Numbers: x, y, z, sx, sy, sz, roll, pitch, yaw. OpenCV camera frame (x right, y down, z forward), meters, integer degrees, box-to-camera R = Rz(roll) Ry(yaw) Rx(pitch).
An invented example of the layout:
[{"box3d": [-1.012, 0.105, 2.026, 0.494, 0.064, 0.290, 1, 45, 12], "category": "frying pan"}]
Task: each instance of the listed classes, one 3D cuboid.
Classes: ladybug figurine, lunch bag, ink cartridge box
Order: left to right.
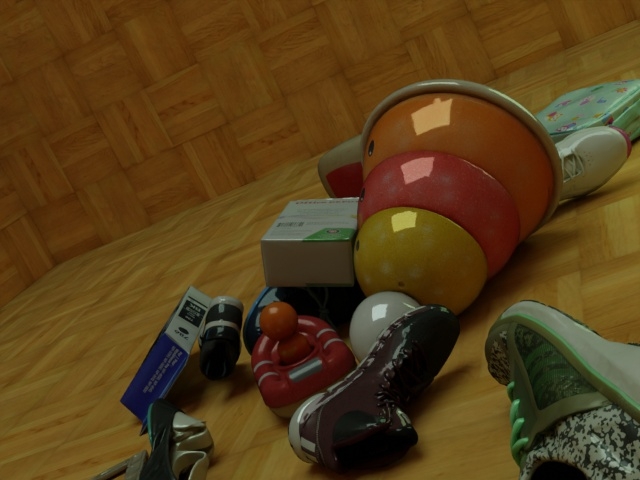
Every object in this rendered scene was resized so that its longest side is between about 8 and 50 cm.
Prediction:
[{"box3d": [-0.285, 0.211, 1.736, 0.165, 0.065, 0.333, -56, 8, 13], "category": "ink cartridge box"}, {"box3d": [0.000, 0.000, 1.617, 0.154, 0.093, 0.212, -1, 22, 13], "category": "ink cartridge box"}, {"box3d": [0.184, -0.154, 2.074, 0.305, 0.162, 0.449, 0, -12, -39], "category": "ladybug figurine"}, {"box3d": [0.546, -0.229, 1.916, 0.279, 0.108, 0.224, -36, 22, -31], "category": "lunch bag"}]

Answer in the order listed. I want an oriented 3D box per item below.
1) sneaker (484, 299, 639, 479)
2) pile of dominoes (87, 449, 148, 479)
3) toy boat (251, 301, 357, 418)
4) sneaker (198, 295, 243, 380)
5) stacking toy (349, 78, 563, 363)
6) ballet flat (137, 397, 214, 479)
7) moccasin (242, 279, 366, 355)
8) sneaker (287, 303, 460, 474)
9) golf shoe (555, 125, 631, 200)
[{"box3d": [0.231, 0.181, 0.919, 0.182, 0.158, 0.410, -46, 11, -6], "category": "sneaker"}, {"box3d": [-0.344, 0.403, 1.380, 0.196, 0.040, 0.251, -28, 5, -4], "category": "pile of dominoes"}, {"box3d": [-0.044, 0.162, 1.436, 0.151, 0.151, 0.231, -27, 13, -6], "category": "toy boat"}, {"box3d": [-0.180, 0.200, 1.613, 0.079, 0.217, 0.121, 9, 53, -2], "category": "sneaker"}, {"box3d": [0.162, 0.007, 1.454, 0.350, 0.351, 0.480, -15, 32, 38], "category": "stacking toy"}, {"box3d": [-0.200, 0.310, 1.322, 0.096, 0.095, 0.280, -15, 24, 3], "category": "ballet flat"}, {"box3d": [0.007, 0.090, 1.649, 0.116, 0.138, 0.342, 8, 38, 44], "category": "moccasin"}, {"box3d": [0.103, 0.198, 1.175, 0.281, 0.106, 0.162, -41, 22, -15], "category": "sneaker"}, {"box3d": [0.407, -0.108, 1.680, 0.306, 0.115, 0.140, -27, -1, 31], "category": "golf shoe"}]
